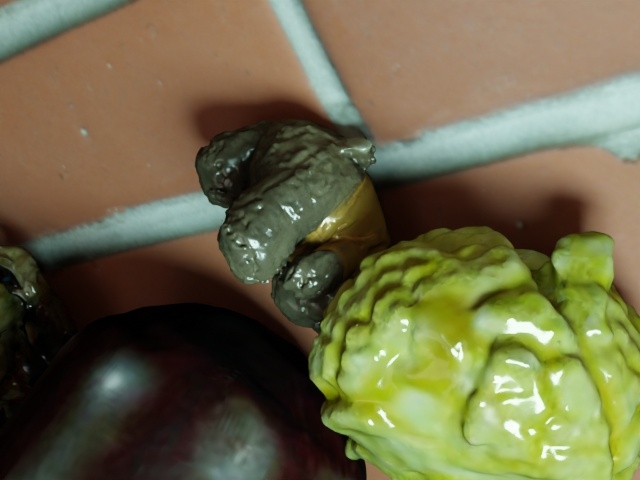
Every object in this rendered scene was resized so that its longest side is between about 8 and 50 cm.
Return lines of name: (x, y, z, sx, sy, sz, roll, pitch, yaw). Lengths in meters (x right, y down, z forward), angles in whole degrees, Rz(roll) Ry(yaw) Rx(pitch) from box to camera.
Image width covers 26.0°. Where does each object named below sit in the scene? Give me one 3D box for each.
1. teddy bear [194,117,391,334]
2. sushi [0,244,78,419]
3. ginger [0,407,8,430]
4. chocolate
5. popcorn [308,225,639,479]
teddy bear: (0.000, 0.000, 1.089, 0.190, 0.140, 0.177, 63, 180, -29)
sushi: (-0.360, 0.088, 1.418, 0.238, 0.219, 0.224, -175, 78, -78)
ginger: (-0.380, 0.288, 1.563, 0.418, 0.176, 0.254, 27, 130, 47)
chocolate: (-0.138, 0.225, 1.217, 0.384, 0.331, 0.383, 23, 163, 7)
popcorn: (0.121, 0.094, 0.984, 0.256, 0.195, 0.254, 18, 125, -9)
